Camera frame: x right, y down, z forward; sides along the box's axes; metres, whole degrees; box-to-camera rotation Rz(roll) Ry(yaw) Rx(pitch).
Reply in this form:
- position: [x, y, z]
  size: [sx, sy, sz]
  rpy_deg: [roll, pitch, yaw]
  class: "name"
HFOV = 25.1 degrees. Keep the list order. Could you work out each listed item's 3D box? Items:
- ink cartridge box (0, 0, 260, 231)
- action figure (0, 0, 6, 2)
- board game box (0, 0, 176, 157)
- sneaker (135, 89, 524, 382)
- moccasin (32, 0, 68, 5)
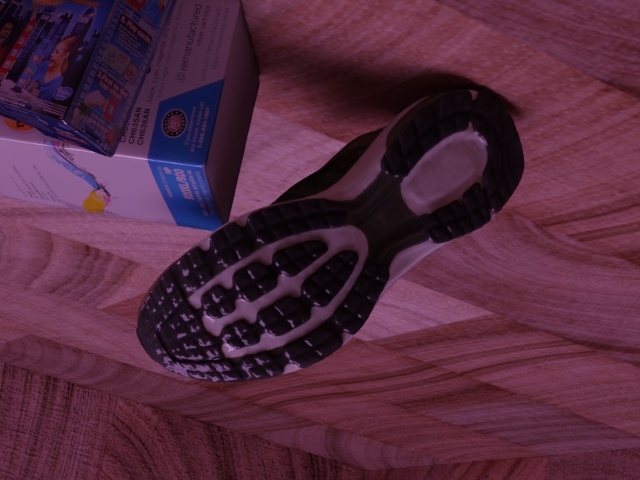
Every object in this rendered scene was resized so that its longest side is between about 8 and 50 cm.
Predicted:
- position: [-0.193, -0.128, 1.337]
  size: [0.233, 0.171, 0.168]
  rpy_deg: [8, 161, 7]
  class: "ink cartridge box"
- position: [-0.365, -0.205, 1.233]
  size: [0.276, 0.164, 0.141]
  rpy_deg: [-11, 141, 35]
  class: "action figure"
- position: [-0.197, -0.182, 1.200]
  size: [0.194, 0.194, 0.060]
  rpy_deg: [20, 167, 46]
  class: "board game box"
- position: [0.000, 0.000, 1.381]
  size: [0.158, 0.410, 0.182]
  rpy_deg: [63, 162, -11]
  class: "sneaker"
- position: [-0.298, -0.287, 0.976]
  size: [0.147, 0.139, 0.380]
  rpy_deg: [-2, 157, 37]
  class: "moccasin"
